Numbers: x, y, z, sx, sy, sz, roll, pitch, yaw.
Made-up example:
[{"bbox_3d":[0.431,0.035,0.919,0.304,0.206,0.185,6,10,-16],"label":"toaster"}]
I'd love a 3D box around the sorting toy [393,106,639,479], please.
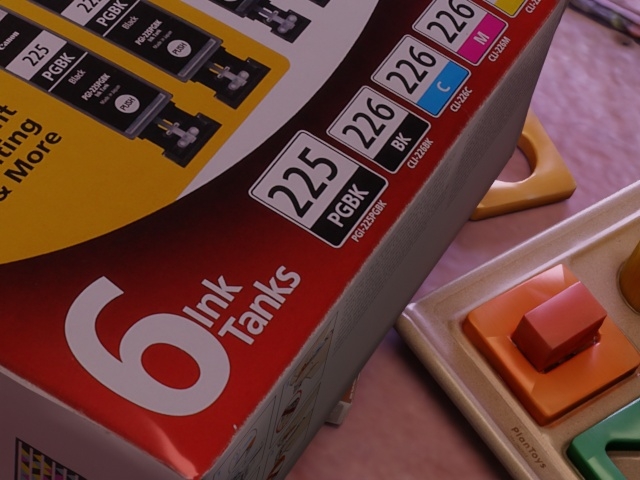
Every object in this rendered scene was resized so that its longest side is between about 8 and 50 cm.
[{"bbox_3d":[0.156,0.057,0.814,0.196,0.047,0.348,-25,65,-32],"label":"sorting toy"}]

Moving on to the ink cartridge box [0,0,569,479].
[{"bbox_3d":[-0.087,-0.044,0.738,0.272,0.130,0.309,29,53,12],"label":"ink cartridge box"}]

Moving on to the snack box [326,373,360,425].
[{"bbox_3d":[0.000,0.000,0.821,0.064,0.022,0.178,17,51,-2],"label":"snack box"}]
